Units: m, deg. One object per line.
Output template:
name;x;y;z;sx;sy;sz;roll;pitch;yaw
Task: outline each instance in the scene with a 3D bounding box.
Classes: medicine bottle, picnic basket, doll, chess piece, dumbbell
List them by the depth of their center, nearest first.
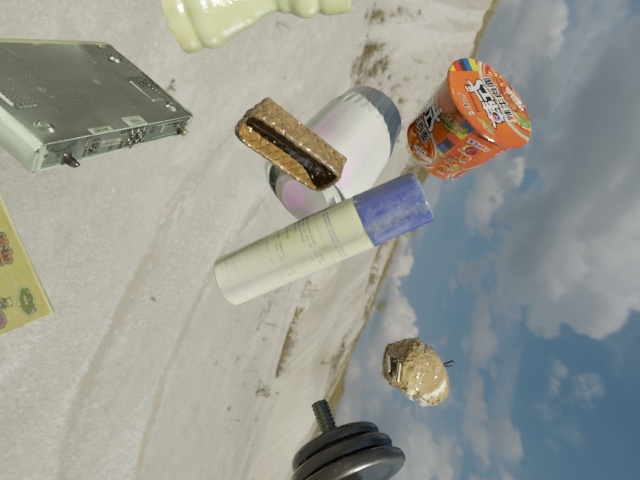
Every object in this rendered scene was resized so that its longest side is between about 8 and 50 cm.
dumbbell;0.035;0.214;0.298;0.099;0.099;0.208;102;-29;-43
medicine bottle;0.000;0.000;0.439;0.059;0.231;0.059;-23;90;-79
picnic basket;-0.050;-0.164;0.720;0.110;0.193;0.054;-20;-138;60
doll;0.169;0.240;0.776;0.105;0.221;0.114;31;-94;49
chess piece;-0.150;-0.615;1.015;0.234;0.443;0.233;-10;90;-90

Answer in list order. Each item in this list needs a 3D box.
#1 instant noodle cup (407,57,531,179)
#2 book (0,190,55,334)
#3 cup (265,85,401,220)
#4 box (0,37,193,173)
instant noodle cup;0.348;-0.282;1.018;0.192;0.251;0.250;-41;-147;55
book;-0.451;0.048;0.520;0.013;0.192;0.167;-55;123;-84
cup;0.046;-0.230;1.115;0.371;0.253;0.253;-55;170;-26
box;-0.317;-0.191;0.546;0.045;0.211;0.270;-50;178;31
